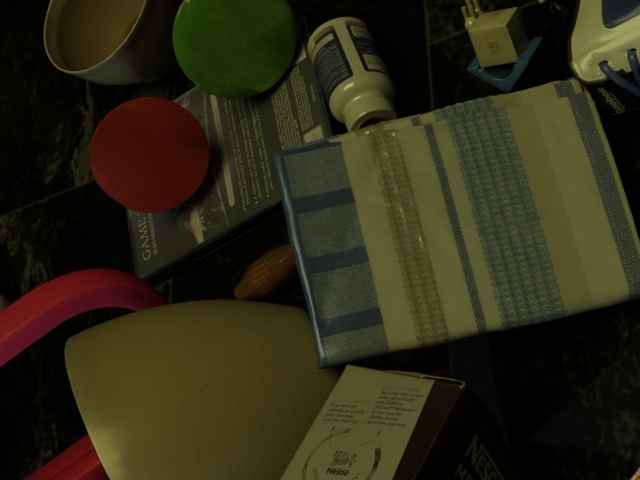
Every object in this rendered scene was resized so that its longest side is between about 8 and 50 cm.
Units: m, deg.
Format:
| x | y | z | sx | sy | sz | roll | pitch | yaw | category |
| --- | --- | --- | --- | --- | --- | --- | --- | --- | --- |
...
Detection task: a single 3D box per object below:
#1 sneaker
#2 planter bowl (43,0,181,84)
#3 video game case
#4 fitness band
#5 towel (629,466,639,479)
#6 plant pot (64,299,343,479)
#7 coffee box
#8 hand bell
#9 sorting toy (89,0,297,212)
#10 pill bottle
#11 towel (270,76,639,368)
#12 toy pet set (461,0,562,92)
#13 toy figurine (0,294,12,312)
| x | y | z | sx | sy | sz | roll | pitch | yaw | category |
| --- | --- | --- | --- | --- | --- | --- | --- | --- | --- |
| 0.308 | -0.161 | 1.099 | 0.182 | 0.127 | 0.315 | -57 | 41 | 10 | sneaker |
| -0.215 | -0.242 | 1.549 | 0.162 | 0.109 | 0.162 | -16 | 63 | 34 | planter bowl |
| -0.100 | -0.091 | 1.451 | 0.274 | 0.026 | 0.196 | -29 | 56 | 27 | video game case |
| -0.260 | 0.152 | 1.331 | 0.291 | 0.209 | 0.054 | -38 | 36 | -13 | fitness band |
| 0.251 | 0.212 | 1.052 | 0.083 | 0.009 | 0.060 | -55 | 49 | 8 | towel |
| -0.063 | 0.162 | 1.176 | 0.191 | 0.284 | 0.284 | -29 | 53 | -1 | plant pot |
| 0.031 | 0.262 | 1.034 | 0.119 | 0.168 | 0.297 | 5 | 52 | 40 | coffee box |
| 0.000 | 0.000 | 1.299 | 0.242 | 0.126 | 0.126 | -37 | 52 | 37 | hand bell |
| -0.112 | -0.200 | 1.445 | 0.365 | 0.127 | 0.126 | -54 | 18 | 4 | sorting toy |
| 0.034 | -0.154 | 1.340 | 0.067 | 0.067 | 0.120 | -36 | 53 | 22 | pill bottle |
| 0.115 | -0.017 | 1.141 | 0.285 | 0.034 | 0.209 | -13 | 67 | -2 | towel |
| 0.187 | -0.192 | 1.255 | 0.122 | 0.065 | 0.114 | -5 | 34 | 34 | toy pet set |
| -0.456 | 0.136 | 1.515 | 0.148 | 0.209 | 0.213 | -1 | 72 | 49 | toy figurine |
